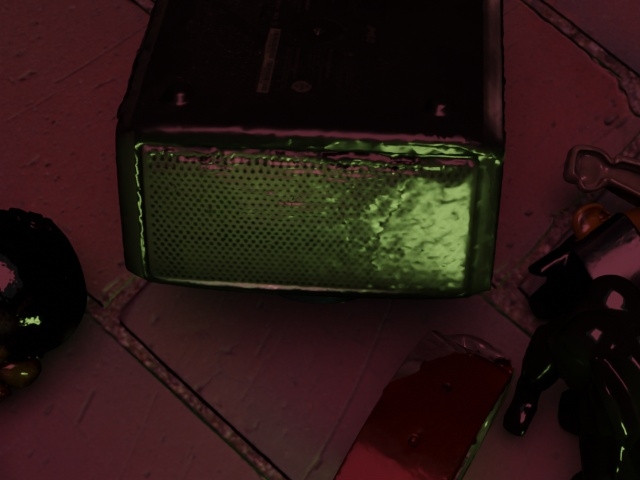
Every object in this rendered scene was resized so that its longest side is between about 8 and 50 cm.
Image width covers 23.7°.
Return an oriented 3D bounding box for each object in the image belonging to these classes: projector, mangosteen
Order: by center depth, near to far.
[{"bbox_3d":[-0.004,-0.140,1.692,0.405,0.242,0.395,3,39,3],"label":"projector"},{"bbox_3d":[-0.364,0.078,1.741,0.194,0.194,0.231,17,95,7],"label":"mangosteen"}]

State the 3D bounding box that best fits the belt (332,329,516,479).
[{"bbox_3d":[0.098,0.238,1.646,0.115,0.227,0.324,28,55,11],"label":"belt"}]

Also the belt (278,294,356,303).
[{"bbox_3d":[0.000,0.000,1.804,0.190,0.082,0.141,5,61,3],"label":"belt"}]

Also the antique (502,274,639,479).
[{"bbox_3d":[0.360,0.186,1.616,0.322,0.255,0.185,27,55,18],"label":"antique"}]

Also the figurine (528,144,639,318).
[{"bbox_3d":[0.381,0.017,1.757,0.308,0.143,0.308,0,68,0],"label":"figurine"}]
